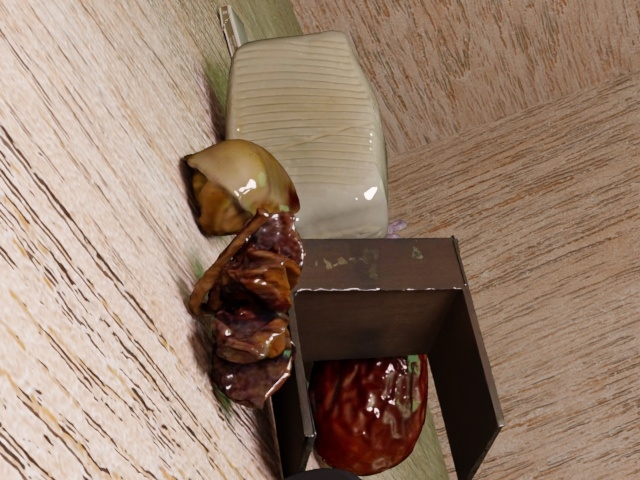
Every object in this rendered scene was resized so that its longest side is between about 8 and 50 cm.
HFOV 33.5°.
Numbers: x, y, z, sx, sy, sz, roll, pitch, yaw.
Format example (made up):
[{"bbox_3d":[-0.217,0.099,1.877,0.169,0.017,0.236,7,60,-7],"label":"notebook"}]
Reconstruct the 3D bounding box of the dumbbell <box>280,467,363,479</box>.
[{"bbox_3d":[0.016,0.358,1.088,0.152,0.152,0.218,-95,164,-60],"label":"dumbbell"}]

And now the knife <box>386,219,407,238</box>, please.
[{"bbox_3d":[0.023,0.067,1.650,0.398,0.132,0.038,-51,128,-52],"label":"knife"}]

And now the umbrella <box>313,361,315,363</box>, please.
[{"bbox_3d":[0.056,0.257,1.834,0.326,0.094,0.090,61,27,-48],"label":"umbrella"}]

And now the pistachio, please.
[{"bbox_3d":[-0.106,-0.069,1.408,0.165,0.130,0.210,30,14,-3],"label":"pistachio"}]

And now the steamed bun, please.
[{"bbox_3d":[-0.021,-0.126,1.681,0.236,0.247,0.383,85,-7,-60],"label":"steamed bun"}]

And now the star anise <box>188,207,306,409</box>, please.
[{"bbox_3d":[-0.081,0.074,1.198,0.190,0.125,0.220,14,80,-81],"label":"star anise"}]

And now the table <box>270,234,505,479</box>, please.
[{"bbox_3d":[0.066,0.163,1.363,0.196,0.250,0.282,107,-22,-51],"label":"table"}]

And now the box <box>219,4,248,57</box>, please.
[{"bbox_3d":[-0.151,-0.353,2.090,0.109,0.029,0.198,38,34,-76],"label":"box"}]

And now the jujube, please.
[{"bbox_3d":[0.070,0.224,1.578,0.183,0.183,0.243,6,94,-81],"label":"jujube"}]

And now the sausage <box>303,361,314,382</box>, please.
[{"bbox_3d":[-0.027,0.189,1.664,0.116,0.026,0.026,64,11,-48],"label":"sausage"}]
